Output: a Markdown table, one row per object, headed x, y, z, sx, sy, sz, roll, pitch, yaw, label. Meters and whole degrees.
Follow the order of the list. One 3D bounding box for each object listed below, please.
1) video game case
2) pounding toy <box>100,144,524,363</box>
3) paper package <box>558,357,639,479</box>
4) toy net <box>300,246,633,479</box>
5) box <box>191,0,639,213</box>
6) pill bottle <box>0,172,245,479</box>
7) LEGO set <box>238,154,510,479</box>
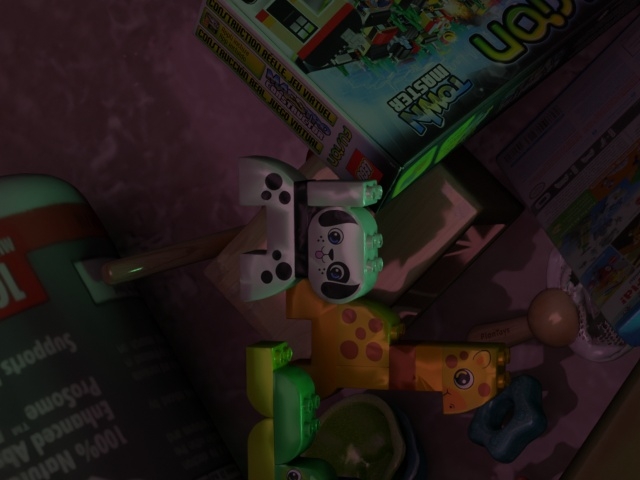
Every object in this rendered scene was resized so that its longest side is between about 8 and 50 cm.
| x | y | z | sx | sy | sz | roll | pitch | yaw | label |
| --- | --- | --- | --- | --- | --- | --- | --- | --- | --- |
| 0.145 | -0.039 | 0.776 | 0.119 | 0.166 | 0.015 | -45 | 118 | 12 | video game case |
| 0.000 | 0.000 | 0.821 | 0.141 | 0.130 | 0.100 | -46 | 79 | 12 | pounding toy |
| 0.187 | 0.226 | 0.665 | 0.309 | 0.168 | 0.325 | 26 | 60 | 21 | paper package |
| 0.087 | 0.065 | 0.810 | 0.232 | 0.045 | 0.122 | -49 | 35 | 13 | toy net |
| 0.057 | -0.111 | 0.785 | 0.114 | 0.036 | 0.207 | 44 | 58 | 11 | box |
| -0.118 | 0.170 | 0.816 | 0.210 | 0.210 | 0.363 | -33 | 82 | 14 | pill bottle |
| 0.026 | 0.077 | 0.727 | 0.093 | 0.087 | 0.227 | 1 | 96 | 17 | LEGO set |
